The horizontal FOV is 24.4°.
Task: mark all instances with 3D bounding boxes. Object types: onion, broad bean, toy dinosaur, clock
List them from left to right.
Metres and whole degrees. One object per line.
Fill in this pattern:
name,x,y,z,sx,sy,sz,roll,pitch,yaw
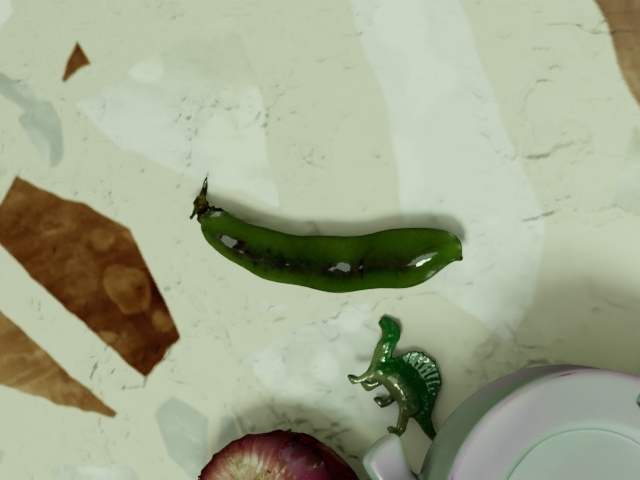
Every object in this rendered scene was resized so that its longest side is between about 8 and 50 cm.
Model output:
onion,-0.025,0.231,1.163,0.150,0.140,0.150,-14,55,21
broad bean,-0.001,0.005,1.115,0.226,0.039,0.069,12,104,22
toy dinosaur,0.069,0.117,1.123,0.060,0.029,0.120,-41,86,16
clock,0.154,0.250,0.986,0.338,0.102,0.339,0,84,-5
